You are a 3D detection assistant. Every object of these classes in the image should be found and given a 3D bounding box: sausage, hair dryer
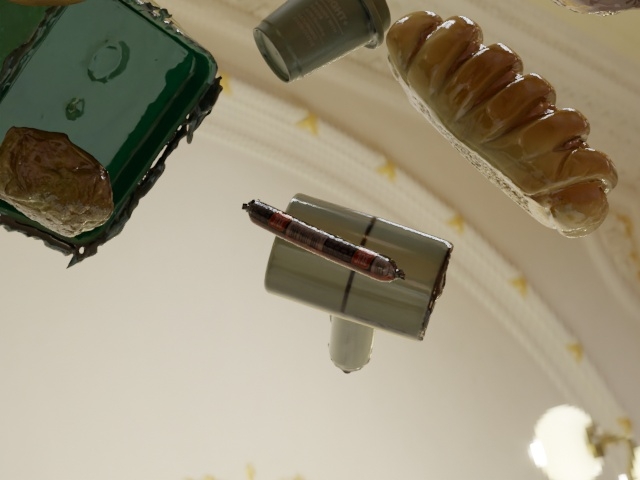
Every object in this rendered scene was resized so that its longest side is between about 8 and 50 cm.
[{"bbox_3d":[0.000,0.000,1.234,0.025,0.198,0.028,1,-72,-54],"label":"sausage"},{"bbox_3d":[0.041,0.085,1.651,0.203,0.362,0.128,18,-116,6],"label":"hair dryer"}]

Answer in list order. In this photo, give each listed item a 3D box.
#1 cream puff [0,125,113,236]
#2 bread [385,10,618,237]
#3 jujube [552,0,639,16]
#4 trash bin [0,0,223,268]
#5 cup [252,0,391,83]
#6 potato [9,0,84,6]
[{"bbox_3d":[-0.171,-0.039,0.849,0.083,0.083,0.058,24,-101,-1],"label":"cream puff"},{"bbox_3d":[0.209,-0.134,1.474,0.311,0.121,0.173,44,180,14],"label":"bread"},{"bbox_3d":[0.184,-0.188,0.704,0.176,0.109,0.112,-29,-109,-18],"label":"jujube"},{"bbox_3d":[-0.295,-0.166,1.002,0.381,0.295,0.259,39,-175,31],"label":"trash bin"},{"bbox_3d":[-0.001,-0.251,1.547,0.141,0.120,0.120,-37,-76,-14],"label":"cup"},{"bbox_3d":[-0.124,-0.202,0.679,0.137,0.137,0.176,-50,-28,-51],"label":"potato"}]
